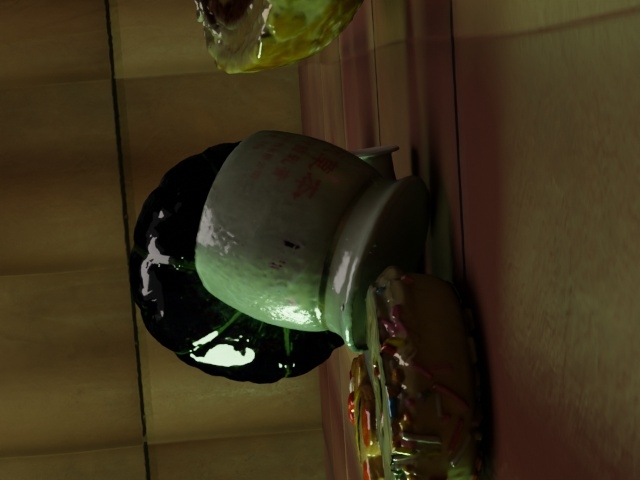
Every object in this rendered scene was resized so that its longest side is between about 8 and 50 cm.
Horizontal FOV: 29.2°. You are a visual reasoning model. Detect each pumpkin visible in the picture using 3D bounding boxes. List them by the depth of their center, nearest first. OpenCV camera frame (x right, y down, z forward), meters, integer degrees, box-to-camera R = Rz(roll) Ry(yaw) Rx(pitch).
[{"bbox_3d":[-0.087,0.020,1.466,0.296,0.296,0.296,176,90,-87],"label":"pumpkin"}]

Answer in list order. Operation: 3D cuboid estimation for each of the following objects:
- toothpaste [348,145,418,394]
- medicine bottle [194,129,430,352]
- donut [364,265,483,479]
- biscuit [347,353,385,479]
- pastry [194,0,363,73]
[{"bbox_3d":[0.061,0.082,1.066,0.100,0.066,0.323,-138,39,-79],"label":"toothpaste"},{"bbox_3d":[-0.002,-0.001,0.942,0.147,0.143,0.147,-51,-28,-42],"label":"medicine bottle"},{"bbox_3d":[0.070,0.100,0.836,0.174,0.068,0.174,173,90,-88],"label":"donut"},{"bbox_3d":[0.056,0.232,1.614,0.250,0.036,0.165,-101,8,-68],"label":"biscuit"},{"bbox_3d":[-0.022,-0.275,1.116,0.256,0.170,0.236,-3,94,61],"label":"pastry"}]
